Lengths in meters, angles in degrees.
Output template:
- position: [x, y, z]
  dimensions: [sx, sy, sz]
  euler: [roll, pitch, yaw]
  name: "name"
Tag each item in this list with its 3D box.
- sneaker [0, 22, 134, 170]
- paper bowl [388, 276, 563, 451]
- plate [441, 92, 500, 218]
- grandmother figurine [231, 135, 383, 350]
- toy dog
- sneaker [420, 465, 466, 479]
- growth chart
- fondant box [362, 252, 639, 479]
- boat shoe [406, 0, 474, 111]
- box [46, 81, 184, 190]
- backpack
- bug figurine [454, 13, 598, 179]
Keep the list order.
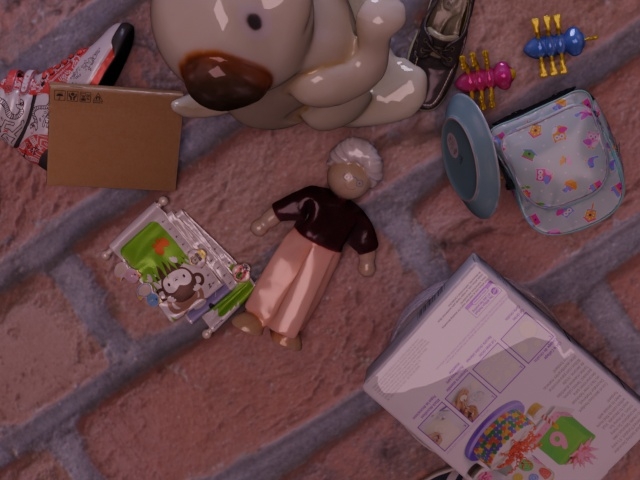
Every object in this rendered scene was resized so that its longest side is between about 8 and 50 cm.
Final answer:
- position: [-0.411, -0.249, 1.570]
  dimensions: [0.145, 0.090, 0.270]
  euler: [32, 102, -1]
  name: "sneaker"
- position: [0.241, 0.199, 1.527]
  dimensions: [0.284, 0.148, 0.284]
  euler: [1, 98, 5]
  name: "paper bowl"
- position: [0.211, -0.120, 1.469]
  dimensions: [0.024, 0.188, 0.188]
  euler: [-15, 96, -12]
  name: "plate"
- position: [0.000, 0.000, 1.551]
  dimensions: [0.208, 0.104, 0.342]
  euler: [20, 102, -26]
  name: "grandmother figurine"
- position: [-0.077, -0.293, 1.356]
  dimensions: [0.396, 0.408, 0.284]
  euler: [-11, 87, 17]
  name: "toy dog"
- position: [0.253, 0.410, 1.550]
  dimensions: [0.350, 0.148, 0.131]
  euler: [-31, 93, 10]
  name: "sneaker"
- position: [-0.225, 0.047, 1.623]
  dimensions: [0.237, 0.021, 0.172]
  euler: [40, 101, 1]
  name: "growth chart"
- position: [0.259, 0.215, 1.404]
  dimensions: [0.330, 0.096, 0.238]
  euler: [41, 99, 0]
  name: "fondant box"
- position: [0.178, -0.303, 1.504]
  dimensions: [0.080, 0.073, 0.223]
  euler: [18, 99, 4]
  name: "boat shoe"
- position: [-0.318, -0.157, 1.552]
  dimensions: [0.201, 0.021, 0.164]
  euler: [2, 116, -15]
  name: "box"
- position: [0.338, -0.102, 1.408]
  dimensions: [0.166, 0.144, 0.188]
  euler: [-24, 98, 13]
  name: "backpack"
- position: [0.311, -0.191, 1.506]
  dimensions: [0.216, 0.072, 0.278]
  euler: [-4, 101, 13]
  name: "bug figurine"
